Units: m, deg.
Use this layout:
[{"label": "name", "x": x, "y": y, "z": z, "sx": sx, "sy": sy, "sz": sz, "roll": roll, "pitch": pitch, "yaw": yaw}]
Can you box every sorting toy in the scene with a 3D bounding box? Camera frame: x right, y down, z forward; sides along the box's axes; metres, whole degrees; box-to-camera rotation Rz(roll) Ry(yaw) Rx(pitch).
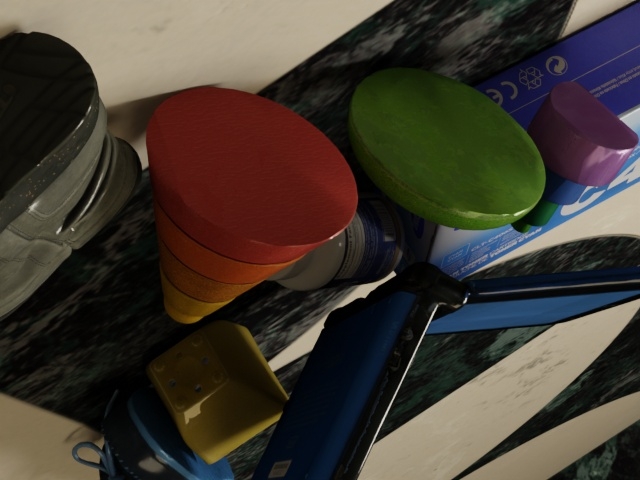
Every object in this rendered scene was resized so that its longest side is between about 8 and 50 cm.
[{"label": "sorting toy", "x": 0.036, "y": -0.017, "z": 1.049, "sx": 0.366, "sy": 0.127, "sz": 0.126, "roll": -10, "pitch": 142, "yaw": -40}]

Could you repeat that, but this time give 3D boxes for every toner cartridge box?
[{"label": "toner cartridge box", "x": 0.205, "y": -0.090, "z": 1.271, "sx": 0.348, "sy": 0.075, "sz": 0.165, "roll": -28, "pitch": 160, "yaw": -14}]

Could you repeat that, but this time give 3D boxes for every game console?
[{"label": "game console", "x": 0.087, "y": 0.110, "z": 1.185, "sx": 0.250, "sy": 0.173, "sz": 0.293, "roll": -64, "pitch": -175, "yaw": -12}]

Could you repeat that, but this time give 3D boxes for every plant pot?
[{"label": "plant pot", "x": -0.084, "y": 0.106, "z": 1.302, "sx": 0.081, "sy": 0.081, "sz": 0.083, "roll": -34, "pitch": 155, "yaw": 5}]

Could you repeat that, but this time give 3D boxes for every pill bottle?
[{"label": "pill bottle", "x": 0.000, "y": 0.000, "z": 1.179, "sx": 0.067, "sy": 0.067, "sz": 0.120, "roll": -43, "pitch": 159, "yaw": 28}]

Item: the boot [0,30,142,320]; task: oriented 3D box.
[{"label": "boot", "x": -0.187, "y": 0.017, "z": 0.855, "sx": 0.246, "sy": 0.083, "sz": 0.161, "roll": -42, "pitch": 163, "yaw": -12}]

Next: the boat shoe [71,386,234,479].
[{"label": "boat shoe", "x": -0.131, "y": 0.187, "z": 1.384, "sx": 0.089, "sy": 0.109, "sz": 0.258, "roll": -29, "pitch": 159, "yaw": 1}]
